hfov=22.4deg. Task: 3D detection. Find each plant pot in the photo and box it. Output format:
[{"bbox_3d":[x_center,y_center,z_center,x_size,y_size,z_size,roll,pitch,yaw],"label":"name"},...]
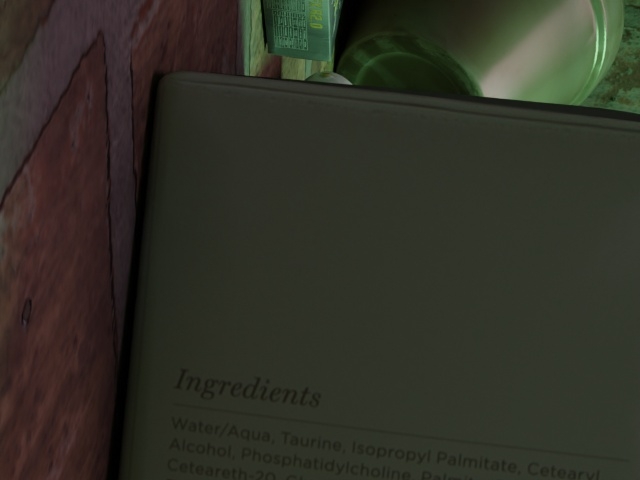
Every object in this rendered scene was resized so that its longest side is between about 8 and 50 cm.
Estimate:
[{"bbox_3d":[0.158,-0.225,1.882,0.280,0.323,0.323,-50,152,-46],"label":"plant pot"}]

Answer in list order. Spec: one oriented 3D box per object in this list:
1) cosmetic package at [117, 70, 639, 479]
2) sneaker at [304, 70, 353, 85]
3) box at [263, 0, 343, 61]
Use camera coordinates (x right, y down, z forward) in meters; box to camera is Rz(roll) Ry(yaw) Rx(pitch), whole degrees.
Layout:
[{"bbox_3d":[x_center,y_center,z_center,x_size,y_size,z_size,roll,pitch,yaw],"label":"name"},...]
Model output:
[{"bbox_3d":[0.060,0.098,1.083,0.329,0.327,0.394,-38,134,-81],"label":"cosmetic package"},{"bbox_3d":[0.000,0.000,1.423,0.169,0.108,0.292,-62,158,-63],"label":"sneaker"},{"bbox_3d":[-0.005,-0.281,1.258,0.231,0.056,0.183,87,12,-59],"label":"box"}]
